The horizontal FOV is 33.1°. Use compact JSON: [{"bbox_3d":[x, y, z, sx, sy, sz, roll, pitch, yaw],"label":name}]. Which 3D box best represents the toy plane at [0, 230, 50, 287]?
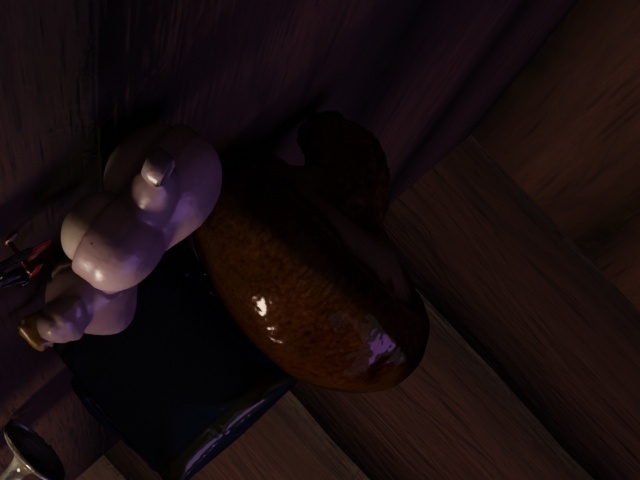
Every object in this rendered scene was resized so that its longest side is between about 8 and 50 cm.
[{"bbox_3d":[-0.266,0.029,0.850,0.145,0.037,0.060,-35,174,-48],"label":"toy plane"}]

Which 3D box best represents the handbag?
[{"bbox_3d":[-0.176,0.150,1.338,0.222,0.241,0.263,-43,173,7],"label":"handbag"}]

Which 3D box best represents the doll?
[{"bbox_3d":[-0.180,0.008,0.957,0.160,0.094,0.365,-49,180,-32],"label":"doll"}]

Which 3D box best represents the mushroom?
[{"bbox_3d":[0.000,0.000,1.253,0.259,0.345,0.345,-48,174,8],"label":"mushroom"}]

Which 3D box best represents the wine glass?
[{"bbox_3d":[-0.479,0.373,1.503,0.241,0.126,0.126,-43,174,2],"label":"wine glass"}]
